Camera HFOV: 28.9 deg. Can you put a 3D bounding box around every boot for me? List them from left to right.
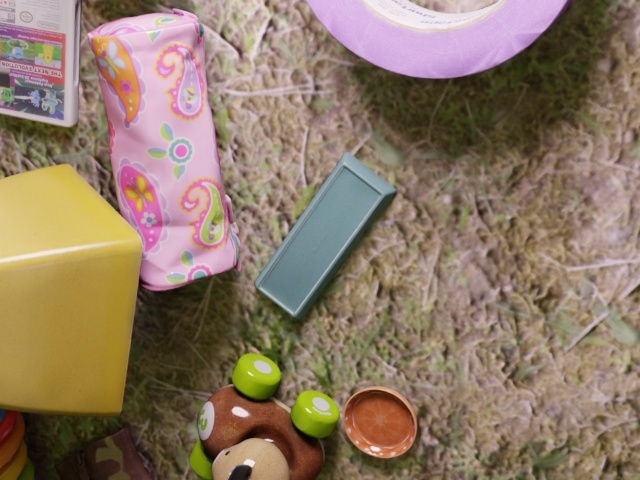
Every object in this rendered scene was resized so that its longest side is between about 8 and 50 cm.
[{"bbox_3d":[-0.265,0.359,1.505,0.248,0.090,0.206,-35,82,28],"label":"boot"}]

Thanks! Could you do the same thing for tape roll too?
[{"bbox_3d":[0.110,-0.288,1.116,0.275,0.090,0.274,7,110,19],"label":"tape roll"}]

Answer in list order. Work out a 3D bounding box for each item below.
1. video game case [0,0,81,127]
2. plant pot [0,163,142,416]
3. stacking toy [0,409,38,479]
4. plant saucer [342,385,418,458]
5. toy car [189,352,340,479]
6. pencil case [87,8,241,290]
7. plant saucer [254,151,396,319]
[{"bbox_3d":[-0.353,-0.229,1.349,0.201,0.023,0.183,12,112,15],"label":"video game case"},{"bbox_3d":[-0.325,0.056,1.296,0.212,0.187,0.212,39,126,49],"label":"plant pot"},{"bbox_3d":[-0.402,0.293,1.492,0.166,0.175,0.301,-21,120,-6],"label":"stacking toy"},{"bbox_3d":[0.065,0.196,1.345,0.084,0.013,0.083,6,110,19],"label":"plant saucer"},{"bbox_3d":[-0.086,0.240,1.319,0.149,0.188,0.155,31,116,8],"label":"toy car"},{"bbox_3d":[-0.155,-0.090,1.274,0.124,0.124,0.284,-2,108,21],"label":"pencil case"},{"bbox_3d":[0.000,0.000,1.299,0.067,0.018,0.192,38,118,5],"label":"plant saucer"}]
